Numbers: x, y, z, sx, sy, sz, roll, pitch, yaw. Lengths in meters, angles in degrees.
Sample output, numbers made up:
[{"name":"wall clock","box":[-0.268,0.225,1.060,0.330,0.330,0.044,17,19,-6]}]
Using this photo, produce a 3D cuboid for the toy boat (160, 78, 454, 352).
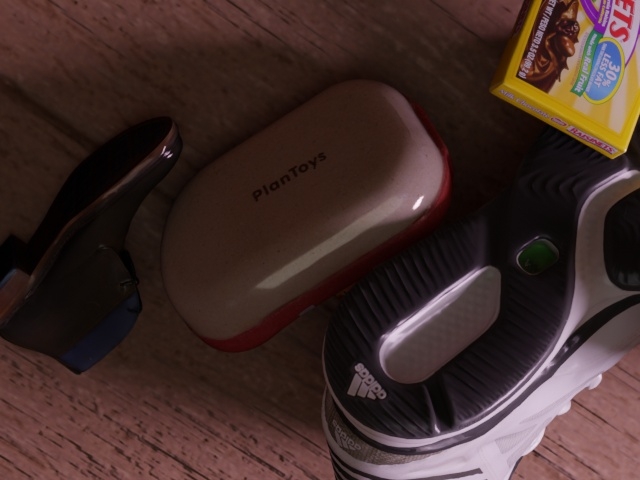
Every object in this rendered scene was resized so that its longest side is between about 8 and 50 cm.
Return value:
[{"name":"toy boat","box":[0.000,0.000,1.342,0.231,0.151,0.151,-32,136,6]}]

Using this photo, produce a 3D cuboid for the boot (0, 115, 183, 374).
[{"name":"boot","box":[-0.156,0.006,1.357,0.219,0.082,0.106,-41,117,18]}]

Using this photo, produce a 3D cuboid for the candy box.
[{"name":"candy box","box":[0.200,-0.170,1.289,0.105,0.027,0.206,28,70,-14]}]

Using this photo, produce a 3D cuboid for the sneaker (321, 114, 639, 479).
[{"name":"sneaker","box":[0.177,0.045,1.365,0.447,0.257,0.169,-30,69,-20]}]
